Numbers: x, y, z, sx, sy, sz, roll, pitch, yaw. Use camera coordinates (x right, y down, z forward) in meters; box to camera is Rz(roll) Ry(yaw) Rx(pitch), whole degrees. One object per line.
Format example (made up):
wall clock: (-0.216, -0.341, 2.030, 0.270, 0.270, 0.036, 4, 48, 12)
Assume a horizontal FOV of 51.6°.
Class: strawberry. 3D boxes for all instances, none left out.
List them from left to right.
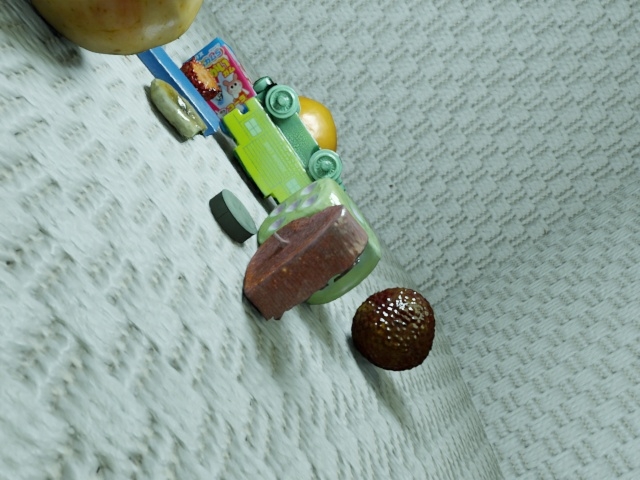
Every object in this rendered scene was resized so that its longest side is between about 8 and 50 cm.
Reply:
strawberry: (-0.377, -0.489, 2.041, 0.145, 0.086, 0.145, 51, 10, -13)

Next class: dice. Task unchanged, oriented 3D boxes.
dice: (0.000, 0.000, 1.777, 0.252, 0.250, 0.254, 52, 11, -19)

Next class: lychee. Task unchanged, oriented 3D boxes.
lychee: (0.211, 0.255, 1.935, 0.260, 0.261, 0.260, 53, 11, -15)

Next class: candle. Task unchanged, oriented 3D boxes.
candle: (-0.065, 0.044, 1.461, 0.131, 0.287, 0.317, 50, -31, -16)

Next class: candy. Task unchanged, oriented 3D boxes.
candy: (-0.309, -0.503, 2.186, 0.305, 0.157, 0.100, 59, 11, 16)

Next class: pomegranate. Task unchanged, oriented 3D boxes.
pomegranate: (-0.413, -0.572, 1.360, 0.411, 0.412, 0.411, 53, 11, -15)

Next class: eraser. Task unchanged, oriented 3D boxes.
eraser: (-0.405, -0.440, 1.893, 0.311, 0.043, 0.144, 51, 12, -21)

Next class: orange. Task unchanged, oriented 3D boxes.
orange: (-0.087, -0.358, 2.354, 0.312, 0.312, 0.312, 53, 11, -15)

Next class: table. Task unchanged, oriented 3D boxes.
table: (-0.210, -0.058, 1.596, 0.133, 0.043, 0.133, 52, 12, -16)

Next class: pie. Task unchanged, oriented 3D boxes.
pie: (-0.373, -0.340, 1.717, 0.185, 0.052, 0.218, 47, 10, -13)

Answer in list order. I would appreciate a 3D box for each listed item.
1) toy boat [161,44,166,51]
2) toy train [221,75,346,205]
toy boat: (-0.457, -0.686, 1.909, 0.141, 0.269, 0.140, 11, 34, -7)
toy train: (-0.116, -0.271, 2.029, 0.442, 0.272, 0.179, 56, 0, -3)
